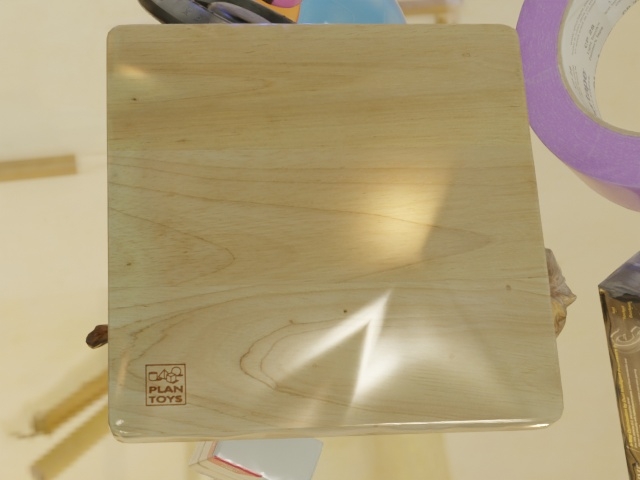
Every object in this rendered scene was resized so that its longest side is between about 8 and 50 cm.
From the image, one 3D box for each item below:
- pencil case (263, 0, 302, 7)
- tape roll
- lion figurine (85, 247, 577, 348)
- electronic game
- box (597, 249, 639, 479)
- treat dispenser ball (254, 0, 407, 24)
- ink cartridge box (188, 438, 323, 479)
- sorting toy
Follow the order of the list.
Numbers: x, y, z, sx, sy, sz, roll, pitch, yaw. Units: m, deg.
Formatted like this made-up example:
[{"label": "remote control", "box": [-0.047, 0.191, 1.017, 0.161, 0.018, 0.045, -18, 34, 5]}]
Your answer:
[{"label": "pencil case", "box": [-0.019, -0.325, 1.335, 0.209, 0.095, 0.098, 128, -22, -52]}, {"label": "tape roll", "box": [0.306, -0.162, 1.176, 0.090, 0.274, 0.275, 30, 38, -55]}, {"label": "lion figurine", "box": [-0.001, 0.070, 1.147, 0.240, 0.392, 0.142, -116, -177, -56]}, {"label": "electronic game", "box": [-0.081, -0.211, 1.411, 0.048, 0.229, 0.229, -63, -151, 17]}, {"label": "box", "box": [0.387, 0.177, 1.240, 0.242, 0.076, 0.308, 14, -52, 46]}, {"label": "treat dispenser ball", "box": [-0.010, -0.274, 2.033, 0.288, 0.288, 0.288, 173, -90, -73]}, {"label": "ink cartridge box", "box": [-0.073, 0.235, 1.510, 0.150, 0.109, 0.063, 141, -29, -70]}, {"label": "sorting toy", "box": [0.000, 0.000, 0.851, 0.089, 0.257, 0.256, 106, -18, -68]}]
